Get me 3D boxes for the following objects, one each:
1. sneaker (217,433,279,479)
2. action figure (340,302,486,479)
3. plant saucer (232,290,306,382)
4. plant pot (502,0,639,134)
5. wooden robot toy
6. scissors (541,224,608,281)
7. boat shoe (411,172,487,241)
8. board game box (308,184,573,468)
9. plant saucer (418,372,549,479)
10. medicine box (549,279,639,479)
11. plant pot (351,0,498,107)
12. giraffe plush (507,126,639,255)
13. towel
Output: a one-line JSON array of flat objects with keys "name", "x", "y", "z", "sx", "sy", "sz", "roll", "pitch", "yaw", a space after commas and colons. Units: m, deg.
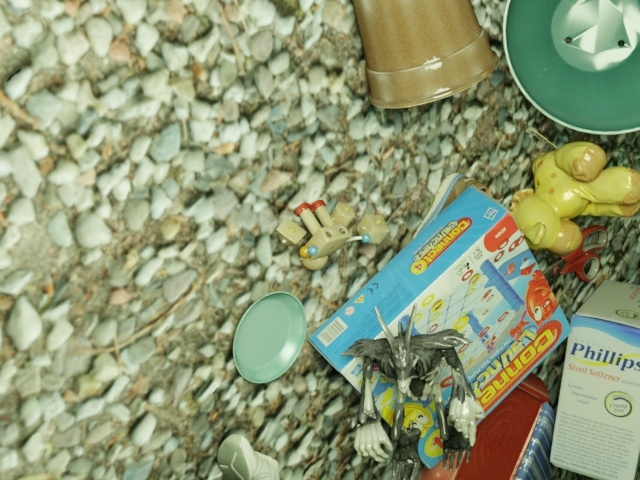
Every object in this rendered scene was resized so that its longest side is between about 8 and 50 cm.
[{"name": "sneaker", "x": -0.087, "y": 0.291, "z": 1.145, "sx": 0.061, "sy": 0.053, "sz": 0.152, "roll": -47, "pitch": 139, "yaw": -35}, {"name": "action figure", "x": 0.122, "y": 0.203, "z": 1.112, "sx": 0.141, "sy": 0.164, "sz": 0.276, "roll": -92, "pitch": 166, "yaw": -45}, {"name": "plant saucer", "x": -0.068, "y": 0.118, "z": 1.119, "sx": 0.119, "sy": 0.021, "sz": 0.119, "roll": -17, "pitch": 115, "yaw": -41}, {"name": "plant pot", "x": 0.411, "y": -0.310, "z": 1.300, "sx": 0.195, "sy": 0.290, "sz": 0.290, "roll": -52, "pitch": 148, "yaw": -73}, {"name": "wooden robot toy", "x": 0.000, "y": 0.000, "z": 1.133, "sx": 0.173, "sy": 0.076, "sz": 0.079, "roll": -12, "pitch": 148, "yaw": -42}, {"name": "scissors", "x": 0.423, "y": 0.036, "z": 1.589, "sx": 0.297, "sy": 0.021, "sz": 0.109, "roll": -8, "pitch": 112, "yaw": -42}, {"name": "boat shoe", "x": 0.183, "y": -0.009, "z": 1.292, "sx": 0.066, "sy": 0.066, "sz": 0.183, "roll": 24, "pitch": 86, "yaw": -46}, {"name": "board game box", "x": 0.182, "y": 0.132, "z": 1.270, "sx": 0.308, "sy": 0.086, "sz": 0.302, "roll": -43, "pitch": 132, "yaw": -5}, {"name": "plant saucer", "x": 0.297, "y": 0.334, "z": 1.544, "sx": 0.258, "sy": 0.047, "sz": 0.259, "roll": 31, "pitch": 81, "yaw": -46}, {"name": "medicine box", "x": 0.537, "y": 0.248, "z": 1.631, "sx": 0.263, "sy": 0.149, "sz": 0.289, "roll": -22, "pitch": 119, "yaw": -59}, {"name": "plant pot", "x": 0.113, "y": -0.269, "z": 1.074, "sx": 0.167, "sy": 0.167, "sz": 0.165, "roll": -37, "pitch": 120, "yaw": -31}, {"name": "giraffe plush", "x": 0.368, "y": -0.053, "z": 1.387, "sx": 0.170, "sy": 0.210, "sz": 0.181, "roll": -57, "pitch": 160, "yaw": -6}, {"name": "towel", "x": 0.349, "y": 0.470, "z": 1.597, "sx": 0.336, "sy": 0.040, "sz": 0.243, "roll": -63, "pitch": 152, "yaw": -16}]
